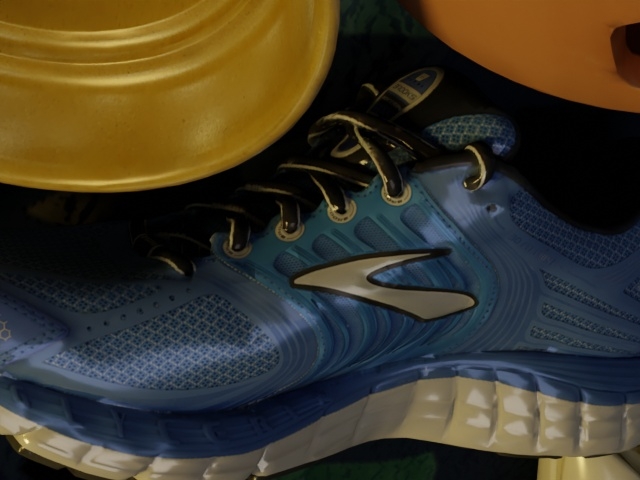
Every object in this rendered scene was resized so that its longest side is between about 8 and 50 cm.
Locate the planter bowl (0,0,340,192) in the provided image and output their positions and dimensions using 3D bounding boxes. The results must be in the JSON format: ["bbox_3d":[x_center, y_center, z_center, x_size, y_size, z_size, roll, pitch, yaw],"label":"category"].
[{"bbox_3d":[-0.091,-0.112,0.442,0.217,0.090,0.217,11,147,7],"label":"planter bowl"}]

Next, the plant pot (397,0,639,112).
[{"bbox_3d":[0.099,-0.167,0.398,0.291,0.290,0.203,-21,149,-7],"label":"plant pot"}]

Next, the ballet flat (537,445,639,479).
[{"bbox_3d":[0.187,0.091,0.765,0.342,0.116,0.124,-42,112,12],"label":"ballet flat"}]

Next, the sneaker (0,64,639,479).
[{"bbox_3d":[0.000,0.000,0.602,0.330,0.130,0.147,-2,114,-27],"label":"sneaker"}]
